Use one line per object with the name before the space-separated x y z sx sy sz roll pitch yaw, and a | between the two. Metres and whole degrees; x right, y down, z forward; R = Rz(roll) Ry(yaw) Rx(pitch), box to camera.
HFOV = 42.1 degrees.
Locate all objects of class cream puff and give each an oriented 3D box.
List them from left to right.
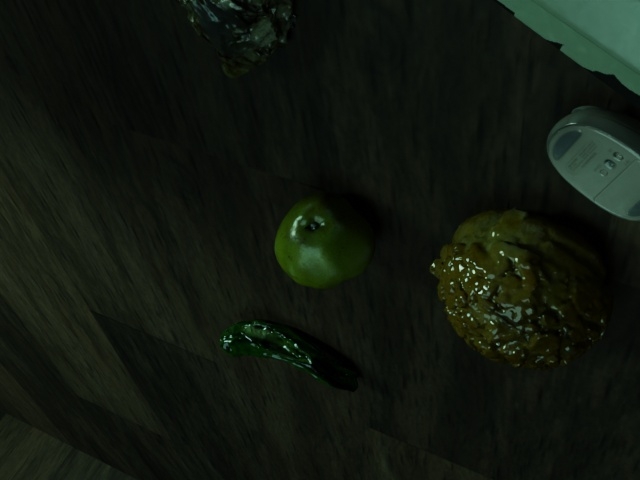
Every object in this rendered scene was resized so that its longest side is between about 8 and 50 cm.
cream puff | 0.158 0.045 0.653 0.144 0.103 0.126 37 149 -20

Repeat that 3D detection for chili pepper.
chili pepper | -0.038 0.138 1.024 0.182 0.050 0.073 21 141 13

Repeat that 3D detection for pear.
pear | 0.000 0.000 0.750 0.092 0.092 0.097 12 145 31

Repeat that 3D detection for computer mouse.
computer mouse | 0.196 -0.053 0.540 0.096 0.039 0.066 38 150 5

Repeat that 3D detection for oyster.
oyster | -0.068 -0.168 0.601 0.103 0.051 0.148 25 160 26

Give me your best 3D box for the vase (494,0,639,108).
vase | 0.095 -0.171 0.359 0.360 0.165 0.165 31 150 10
